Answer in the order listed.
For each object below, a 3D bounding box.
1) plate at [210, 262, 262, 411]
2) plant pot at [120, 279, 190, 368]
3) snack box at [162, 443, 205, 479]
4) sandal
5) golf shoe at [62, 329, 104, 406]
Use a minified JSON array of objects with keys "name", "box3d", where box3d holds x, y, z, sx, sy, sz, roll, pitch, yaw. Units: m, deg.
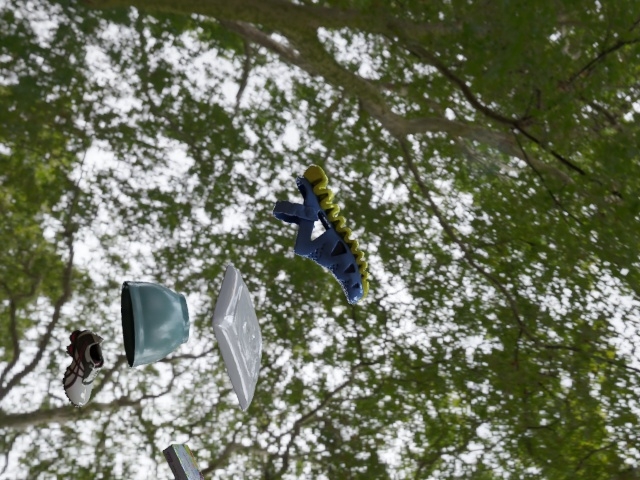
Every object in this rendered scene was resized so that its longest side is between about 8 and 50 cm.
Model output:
[{"name":"plate","box3d":[-0.196,0.234,1.663,0.045,0.278,0.277,-10,-153,6]},{"name":"plant pot","box3d":[-0.555,0.272,2.253,0.293,0.196,0.293,176,-90,-65]},{"name":"snack box","box3d":[-0.358,0.612,1.770,0.037,0.100,0.141,-35,-113,3]},{"name":"sandal","box3d":[0.000,0.000,1.449,0.138,0.126,0.317,-25,-103,-12]},{"name":"golf shoe","box3d":[-0.805,0.442,2.275,0.120,0.105,0.272,6,-84,27]}]
